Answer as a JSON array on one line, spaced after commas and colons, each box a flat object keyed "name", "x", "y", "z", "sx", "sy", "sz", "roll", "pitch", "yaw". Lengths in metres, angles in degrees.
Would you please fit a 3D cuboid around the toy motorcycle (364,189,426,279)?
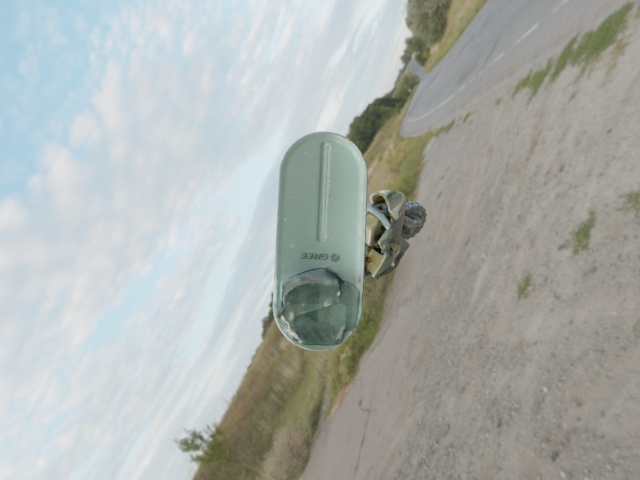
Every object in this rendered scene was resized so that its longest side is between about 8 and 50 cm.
[{"name": "toy motorcycle", "x": 0.079, "y": 0.000, "z": 0.727, "sx": 0.229, "sy": 0.094, "sz": 0.130, "roll": -41, "pitch": -42, "yaw": -3}]

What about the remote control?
[{"name": "remote control", "x": 0.000, "y": 0.000, "z": 0.495, "sx": 0.052, "sy": 0.104, "sz": 0.248, "roll": 160, "pitch": 113, "yaw": -85}]
